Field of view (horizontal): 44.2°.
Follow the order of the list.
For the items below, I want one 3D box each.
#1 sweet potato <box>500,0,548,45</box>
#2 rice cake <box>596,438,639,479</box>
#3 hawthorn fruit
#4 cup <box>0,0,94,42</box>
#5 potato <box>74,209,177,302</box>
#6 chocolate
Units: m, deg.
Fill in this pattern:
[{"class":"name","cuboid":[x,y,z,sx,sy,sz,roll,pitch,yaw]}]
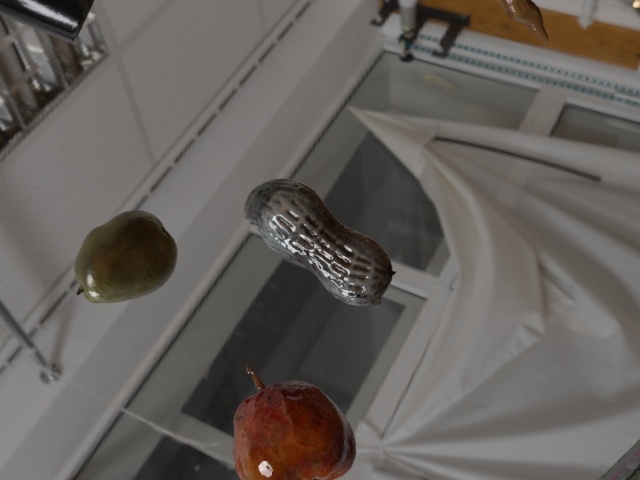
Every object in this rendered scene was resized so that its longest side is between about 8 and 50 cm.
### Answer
[{"class":"sweet potato","cuboid":[0.363,-0.425,1.430,0.195,0.056,0.056,40,-112,-32]},{"class":"rice cake","cuboid":[0.341,0.193,0.770,0.208,0.033,0.033,-34,-78,-22]},{"class":"hawthorn fruit","cuboid":[-0.064,0.315,1.348,0.207,0.243,0.207,-25,-23,-12]},{"class":"cup","cuboid":[-0.390,-0.417,1.116,0.239,0.177,0.166,-66,19,-2]},{"class":"potato","cuboid":[-0.409,0.042,1.635,0.251,0.174,0.159,-37,-2,-41]},{"class":"chocolate","cuboid":[0.000,0.000,1.134,0.110,0.248,0.110,-53,-2,-3]}]
